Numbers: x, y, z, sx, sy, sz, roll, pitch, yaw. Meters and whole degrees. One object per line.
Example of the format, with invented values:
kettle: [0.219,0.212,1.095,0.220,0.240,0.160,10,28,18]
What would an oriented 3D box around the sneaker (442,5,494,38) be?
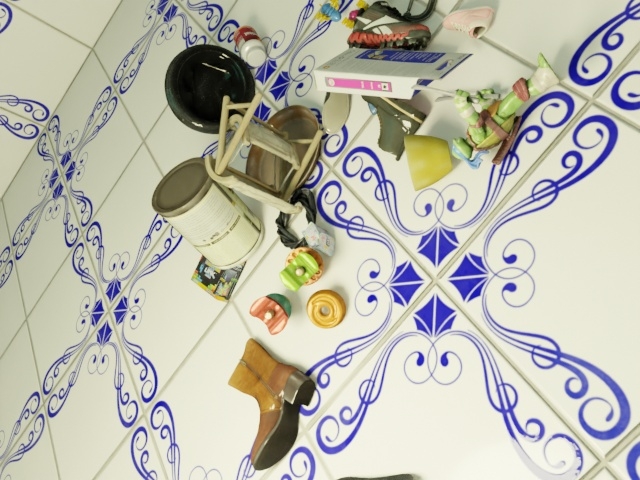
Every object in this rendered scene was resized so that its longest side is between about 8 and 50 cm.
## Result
sneaker: [0.359,-0.532,1.536,0.134,0.051,0.070,0,68,39]

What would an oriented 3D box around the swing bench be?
swing bench: [-0.159,-0.228,1.686,0.165,0.253,0.255,7,78,45]

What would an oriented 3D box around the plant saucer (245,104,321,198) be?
plant saucer: [-0.105,-0.254,1.861,0.310,0.050,0.311,-18,61,37]

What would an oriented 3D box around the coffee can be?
coffee can: [-0.320,-0.074,1.789,0.201,0.275,0.202,-19,45,21]

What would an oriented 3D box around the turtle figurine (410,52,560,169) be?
turtle figurine: [0.361,-0.322,1.347,0.266,0.197,0.275,-34,56,24]

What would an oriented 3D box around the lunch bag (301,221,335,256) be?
lunch bag: [0.000,0.000,1.640,0.053,0.071,0.083,-43,47,17]

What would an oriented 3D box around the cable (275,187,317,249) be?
cable: [-0.070,-0.050,1.744,0.150,0.047,0.185,-30,55,31]

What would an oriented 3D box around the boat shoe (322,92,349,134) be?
boat shoe: [0.045,-0.396,1.786,0.065,0.075,0.206,118,159,-80]

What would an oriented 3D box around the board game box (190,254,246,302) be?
board game box: [-0.317,0.094,1.916,0.170,0.048,0.141,26,93,46]

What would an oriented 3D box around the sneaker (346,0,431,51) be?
sneaker: [0.186,-0.580,1.673,0.276,0.097,0.135,19,103,46]

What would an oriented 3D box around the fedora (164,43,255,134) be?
fedora: [-0.381,-0.491,2.110,0.152,0.333,0.335,137,140,-64]

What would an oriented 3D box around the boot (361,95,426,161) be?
boot: [0.157,-0.305,1.600,0.197,0.076,0.137,36,104,34]

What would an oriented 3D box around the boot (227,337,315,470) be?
boot: [-0.169,0.417,1.609,0.280,0.096,0.264,20,87,47]

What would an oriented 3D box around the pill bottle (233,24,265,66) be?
pill bottle: [-0.240,-0.666,2.132,0.086,0.086,0.152,-44,49,21]

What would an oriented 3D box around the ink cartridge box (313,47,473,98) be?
ink cartridge box: [0.178,-0.424,1.561,0.370,0.069,0.175,13,40,36]

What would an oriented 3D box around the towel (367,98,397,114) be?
towel: [0.177,-0.393,1.665,0.119,0.029,0.067,-32,54,30]

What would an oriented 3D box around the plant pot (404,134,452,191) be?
plant pot: [0.256,-0.190,1.452,0.095,0.134,0.134,-11,63,14]

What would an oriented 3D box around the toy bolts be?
toy bolts: [-0.051,0.152,1.618,0.228,0.158,0.218,-41,89,11]

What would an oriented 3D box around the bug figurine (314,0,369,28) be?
bug figurine: [0.119,-0.726,1.828,0.279,0.072,0.216,-46,54,13]

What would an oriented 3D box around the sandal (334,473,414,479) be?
sandal: [0.088,0.547,1.322,0.254,0.097,0.055,-20,87,37]

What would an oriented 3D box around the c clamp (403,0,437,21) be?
c clamp: [0.269,-0.667,1.702,0.137,0.022,0.161,3,74,39]
